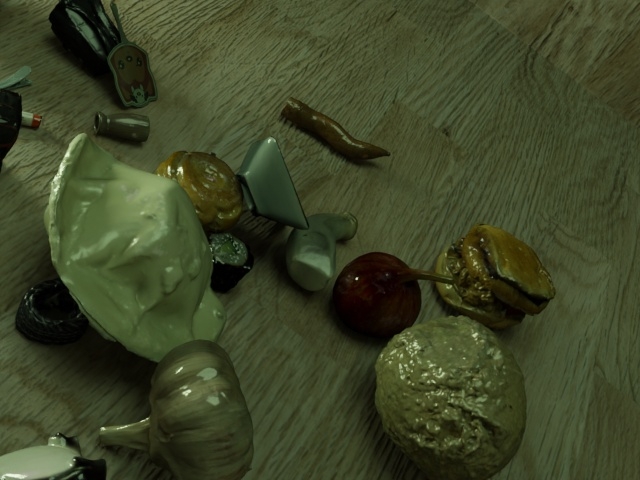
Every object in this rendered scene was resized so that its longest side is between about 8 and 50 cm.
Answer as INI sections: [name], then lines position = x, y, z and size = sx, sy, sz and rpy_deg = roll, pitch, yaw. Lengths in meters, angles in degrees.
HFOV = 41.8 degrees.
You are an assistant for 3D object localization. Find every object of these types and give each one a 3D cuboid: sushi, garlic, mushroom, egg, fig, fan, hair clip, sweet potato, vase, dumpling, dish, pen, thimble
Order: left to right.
[pen]
position = -0.611, -0.238, 1.499
size = 0.218, 0.026, 0.026
rpy_deg = 12, 44, -30
[hair clip]
position = -0.587, -0.297, 1.571
size = 0.030, 0.039, 0.115
rpy_deg = 34, 40, 5
[thimble]
position = -0.402, 0.112, 1.270
size = 0.095, 0.066, 0.104
rpy_deg = 46, 41, 13
[vase]
position = -0.389, -0.224, 1.639
size = 0.101, 0.053, 0.053
rpy_deg = 4, 49, -31
[fan]
position = -0.398, -0.383, 1.729
size = 0.132, 0.009, 0.219
rpy_deg = -31, 110, -59
[dumpling]
position = -0.297, 0.041, 1.291
size = 0.395, 0.233, 0.315
rpy_deg = 58, 27, -24
[garlic]
position = -0.208, 0.263, 1.196
size = 0.212, 0.218, 0.218
rpy_deg = -14, 55, -11
[sushi]
position = -0.177, 0.043, 1.503
size = 0.094, 0.084, 0.098
rpy_deg = 22, 44, -24
[dish]
position = -0.107, -0.098, 1.606
size = 0.080, 0.243, 0.181
rpy_deg = -22, 98, -10
[mushroom]
position = 0.000, 0.000, 1.678
size = 0.118, 0.103, 0.270
rpy_deg = 35, 32, -3
[sweet potato]
position = 0.035, -0.250, 1.996
size = 0.281, 0.059, 0.067
rpy_deg = 31, 26, -8
[fig]
position = 0.127, 0.090, 1.595
size = 0.175, 0.207, 0.175
rpy_deg = 16, 53, -22
[egg]
position = 0.229, 0.269, 1.450
size = 0.279, 0.279, 0.310
rpy_deg = 16, 28, -26

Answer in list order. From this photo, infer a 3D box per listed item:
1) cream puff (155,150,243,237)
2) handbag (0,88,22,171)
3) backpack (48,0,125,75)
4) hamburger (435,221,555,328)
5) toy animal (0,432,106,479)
[cream puff]
position = -0.233, -0.082, 1.550
size = 0.189, 0.129, 0.189
rpy_deg = 36, 30, -25
[handbag]
position = -0.599, -0.184, 1.335
size = 0.215, 0.169, 0.155
rpy_deg = 12, 45, -30
[backpack]
position = -0.479, -0.422, 1.734
size = 0.120, 0.106, 0.165
rpy_deg = -32, 95, -54
[hamburger]
position = 0.383, 0.082, 1.848
size = 0.245, 0.163, 0.244
rpy_deg = 28, 32, -19
[toy animal]
position = -0.397, 0.333, 0.911
size = 0.310, 0.251, 0.250
rpy_deg = 0, 51, -28
